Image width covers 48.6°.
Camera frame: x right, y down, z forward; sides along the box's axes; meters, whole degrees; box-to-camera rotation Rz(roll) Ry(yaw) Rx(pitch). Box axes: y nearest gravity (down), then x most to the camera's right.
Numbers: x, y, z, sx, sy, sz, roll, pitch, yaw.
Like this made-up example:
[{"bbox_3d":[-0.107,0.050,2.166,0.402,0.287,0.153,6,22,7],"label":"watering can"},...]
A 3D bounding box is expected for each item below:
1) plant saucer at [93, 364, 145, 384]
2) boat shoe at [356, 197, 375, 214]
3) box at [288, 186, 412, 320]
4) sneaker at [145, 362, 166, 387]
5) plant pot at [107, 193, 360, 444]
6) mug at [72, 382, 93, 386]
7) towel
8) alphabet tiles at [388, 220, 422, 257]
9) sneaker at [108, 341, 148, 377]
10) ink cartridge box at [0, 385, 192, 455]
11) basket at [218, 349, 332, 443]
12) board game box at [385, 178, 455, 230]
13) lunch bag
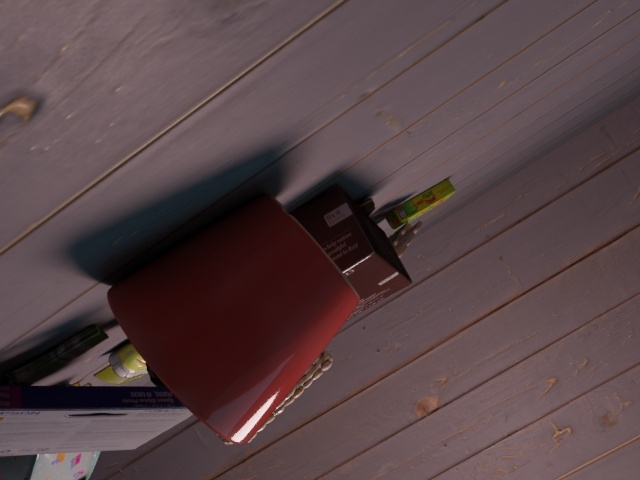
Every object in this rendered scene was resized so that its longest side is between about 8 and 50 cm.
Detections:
[{"bbox_3d":[-0.406,0.278,1.660,0.188,0.045,0.188,-32,172,3],"label":"plant saucer"},{"bbox_3d":[0.073,-0.035,1.484,0.064,0.060,0.178,-27,171,-30],"label":"boat shoe"},{"bbox_3d":[0.033,0.045,1.319,0.191,0.143,0.381,-31,161,10],"label":"box"},{"bbox_3d":[-0.193,0.170,1.324,0.343,0.134,0.146,-15,121,-47],"label":"sneaker"},{"bbox_3d":[-0.099,0.087,0.942,0.243,0.275,0.275,-42,173,-5],"label":"plant pot"},{"bbox_3d":[-0.533,0.348,1.538,0.078,0.064,0.062,-34,171,14],"label":"mug"},{"bbox_3d":[-0.415,0.183,1.128,0.152,0.023,0.113,-32,175,-15],"label":"towel"},{"bbox_3d":[0.143,0.057,1.832,0.278,0.021,0.284,-41,-174,41],"label":"alphabet tiles"},{"bbox_3d":[-0.337,0.231,1.482,0.094,0.081,0.208,-40,166,21],"label":"sneaker"},{"bbox_3d":[-0.398,0.281,1.144,0.324,0.071,0.330,8,149,-33],"label":"ink cartridge box"},{"bbox_3d":[-0.194,0.327,1.817,0.328,0.266,0.331,-39,178,-24],"label":"basket"},{"bbox_3d":[0.272,-0.097,1.930,0.181,0.043,0.092,-29,172,-15],"label":"board game box"},{"bbox_3d":[-0.557,0.450,1.403,0.223,0.160,0.262,-8,121,-68],"label":"lunch bag"}]
